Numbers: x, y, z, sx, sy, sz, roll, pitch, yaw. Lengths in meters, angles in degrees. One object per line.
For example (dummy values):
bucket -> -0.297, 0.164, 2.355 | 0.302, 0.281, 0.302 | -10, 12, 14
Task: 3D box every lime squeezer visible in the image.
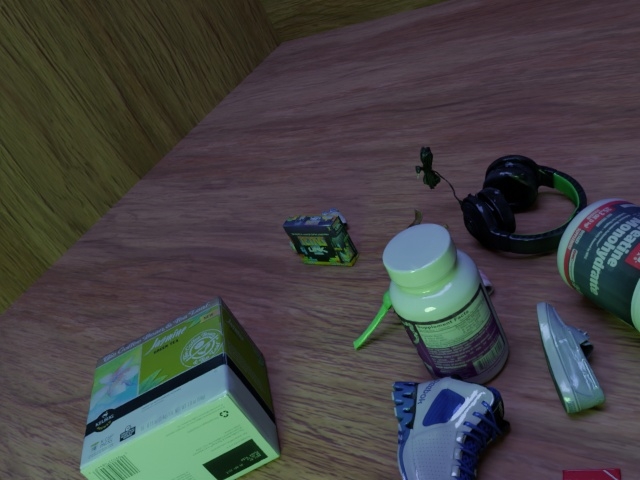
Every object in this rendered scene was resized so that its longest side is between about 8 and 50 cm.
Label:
lime squeezer -> 0.201, 0.142, 1.352 | 0.310, 0.059, 0.110 | -17, 69, 19

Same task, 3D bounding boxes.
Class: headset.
headset -> 0.407, -0.112, 1.464 | 0.394, 0.185, 0.243 | 20, 55, 38

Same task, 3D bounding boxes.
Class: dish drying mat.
dish drying mat -> 0.411, 0.361, 0.963 | 0.083, 0.008, 0.032 | -12, 37, 26

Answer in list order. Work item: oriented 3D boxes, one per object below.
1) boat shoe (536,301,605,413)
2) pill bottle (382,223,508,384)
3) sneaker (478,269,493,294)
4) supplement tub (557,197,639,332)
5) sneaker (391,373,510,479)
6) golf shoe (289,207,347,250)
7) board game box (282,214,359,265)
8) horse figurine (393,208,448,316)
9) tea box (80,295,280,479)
boat shoe -> 0.438, 0.198, 1.116 | 0.081, 0.079, 0.228 | -14, 41, 13
pill bottle -> 0.227, 0.120, 1.172 | 0.169, 0.302, 0.169 | -21, 33, 14
sneaker -> 0.305, 0.096, 1.344 | 0.134, 0.051, 0.070 | -2, 33, -23
supplement tub -> 0.566, 0.055, 1.093 | 0.191, 0.191, 0.272 | -34, 32, -6
sneaker -> 0.226, 0.327, 1.049 | 0.182, 0.127, 0.316 | -24, 30, 14
golf shoe -> -0.005, -0.023, 1.791 | 0.176, 0.069, 0.086 | -37, 38, -8
board game box -> 0.000, 0.000, 1.680 | 0.170, 0.141, 0.048 | 0, 43, 41
horse figurine -> 0.232, 0.048, 1.481 | 0.174, 0.066, 0.263 | -35, 37, 22
tea box -> -0.293, 0.350, 1.353 | 0.328, 0.220, 0.324 | -28, 31, 4
